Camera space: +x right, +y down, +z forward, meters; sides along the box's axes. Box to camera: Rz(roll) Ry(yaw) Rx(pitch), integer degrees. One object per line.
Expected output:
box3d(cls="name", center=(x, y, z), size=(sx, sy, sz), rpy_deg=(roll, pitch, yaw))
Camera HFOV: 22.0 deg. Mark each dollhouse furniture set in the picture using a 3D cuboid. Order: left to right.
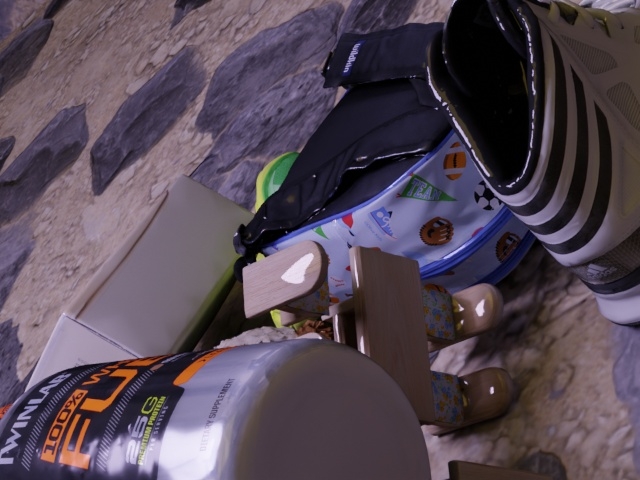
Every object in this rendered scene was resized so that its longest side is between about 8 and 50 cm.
box3d(cls="dollhouse furniture set", center=(0.076, 0.118, 1.286), size=(0.161, 0.212, 0.242), rpy_deg=(-25, 62, 42))

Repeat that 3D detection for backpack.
box3d(cls="backpack", center=(0.091, -0.058, 1.471), size=(0.263, 0.213, 0.276), rpy_deg=(-29, 31, 54))

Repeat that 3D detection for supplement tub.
box3d(cls="supplement tub", center=(-0.105, 0.184, 1.187), size=(0.338, 0.207, 0.207), rpy_deg=(-11, 46, 42))

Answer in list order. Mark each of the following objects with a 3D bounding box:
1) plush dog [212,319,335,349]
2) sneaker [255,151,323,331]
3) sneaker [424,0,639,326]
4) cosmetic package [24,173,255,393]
box3d(cls="plush dog", center=(-0.085, 0.164, 1.513), size=(0.262, 0.210, 0.225), rpy_deg=(-29, 12, 36))
box3d(cls="sneaker", center=(0.000, 0.000, 1.689), size=(0.123, 0.109, 0.295), rpy_deg=(-16, 30, 7))
box3d(cls="sneaker", center=(0.233, -0.173, 1.351), size=(0.169, 0.257, 0.447), rpy_deg=(-26, 35, 39))
box3d(cls="cosmetic package", center=(-0.178, 0.078, 1.672), size=(0.160, 0.113, 0.309), rpy_deg=(-60, 0, 31))
